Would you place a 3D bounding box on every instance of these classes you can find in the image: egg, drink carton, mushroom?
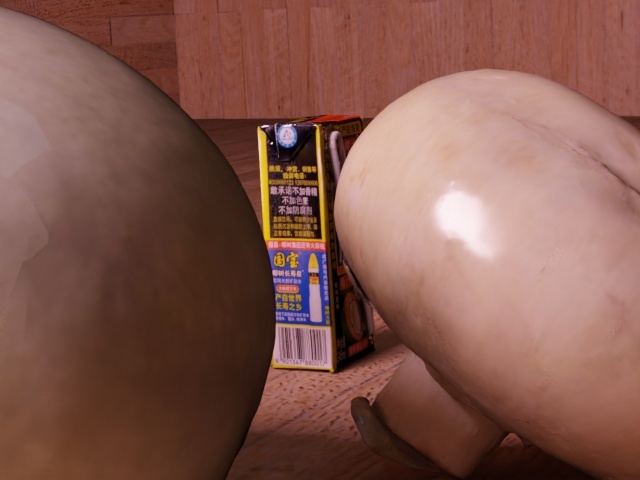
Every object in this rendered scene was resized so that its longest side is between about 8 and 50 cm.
[{"bbox_3d":[-0.169,0.026,0.574,0.259,0.258,0.352,-9,10,-36],"label":"egg"},{"bbox_3d":[0.000,0.000,0.960,0.056,0.165,0.071,2,10,25],"label":"drink carton"},{"bbox_3d":[0.102,0.031,0.699,0.246,0.202,0.246,40,12,-10],"label":"mushroom"}]

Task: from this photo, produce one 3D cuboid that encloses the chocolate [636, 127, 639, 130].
[{"bbox_3d":[0.333,-0.049,1.370,0.235,0.108,0.237,5,11,44],"label":"chocolate"}]
